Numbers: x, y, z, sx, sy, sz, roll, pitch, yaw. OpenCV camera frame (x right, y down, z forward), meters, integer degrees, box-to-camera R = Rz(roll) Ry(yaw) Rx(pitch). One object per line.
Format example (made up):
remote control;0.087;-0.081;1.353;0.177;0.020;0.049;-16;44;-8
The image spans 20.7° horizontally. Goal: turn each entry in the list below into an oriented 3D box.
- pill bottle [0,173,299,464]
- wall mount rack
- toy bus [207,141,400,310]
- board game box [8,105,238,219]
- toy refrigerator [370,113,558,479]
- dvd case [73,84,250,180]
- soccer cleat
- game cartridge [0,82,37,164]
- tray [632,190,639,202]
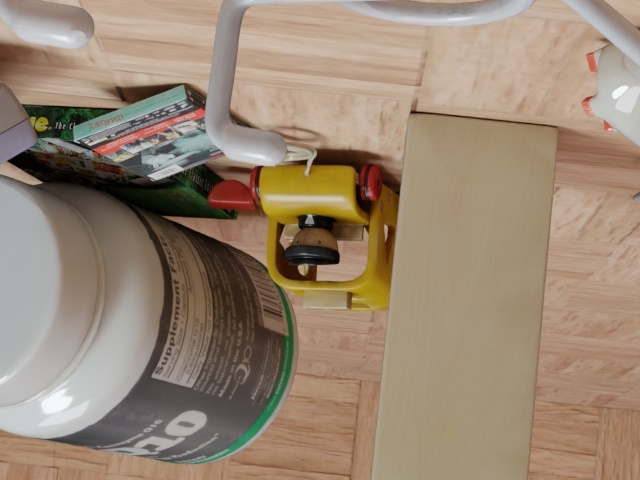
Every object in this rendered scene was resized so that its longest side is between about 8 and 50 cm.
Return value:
pill bottle;-0.182;0.068;1.432;0.204;0.204;0.361;1;169;27
wall mount rack;0.051;-0.099;0.729;0.304;0.130;0.350;2;170;22
toy bus;0.009;0.002;1.345;0.202;0.104;0.191;8;169;-27
board game box;-0.166;-0.058;1.376;0.136;0.030;0.260;2;169;14
toy refrigerator;0.094;0.059;1.177;0.102;0.269;0.094;5;170;2
dvd case;-0.106;-0.073;1.217;0.087;0.013;0.119;-19;161;18
soccer cleat;0.220;-0.065;0.997;0.076;0.068;0.196;-4;163;34
game cartridge;-0.367;0.009;1.125;0.355;0.068;0.230;-33;-161;-22
tray;0.331;-0.046;1.124;0.145;0.030;0.270;11;169;-19
